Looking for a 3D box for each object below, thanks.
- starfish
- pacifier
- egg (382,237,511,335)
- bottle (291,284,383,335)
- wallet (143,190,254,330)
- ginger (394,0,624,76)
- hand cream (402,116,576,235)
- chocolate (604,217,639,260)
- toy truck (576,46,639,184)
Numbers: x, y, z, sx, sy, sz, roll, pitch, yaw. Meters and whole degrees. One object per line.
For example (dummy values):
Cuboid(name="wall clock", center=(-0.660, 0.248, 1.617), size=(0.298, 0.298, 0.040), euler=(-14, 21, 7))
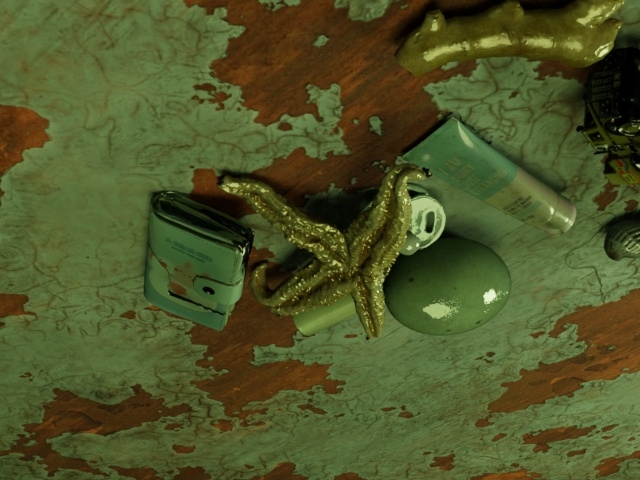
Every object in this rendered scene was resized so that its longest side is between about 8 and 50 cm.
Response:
Cuboid(name="starfish", center=(0.000, 0.000, 1.447), size=(0.324, 0.082, 0.432), euler=(18, 145, 14))
Cuboid(name="pacifier", center=(0.136, -0.024, 1.462), size=(0.150, 0.117, 0.127), euler=(4, 118, -9))
Cuboid(name="egg", center=(0.220, 0.079, 1.566), size=(0.236, 0.169, 0.169), euler=(-5, 148, -27))
Cuboid(name="bottle", center=(0.044, 0.107, 1.665), size=(0.201, 0.072, 0.072), euler=(-27, 140, 26))
Cuboid(name="wallet", center=(-0.206, 0.038, 1.494), size=(0.176, 0.075, 0.250), euler=(23, 142, 4))
Cuboid(name="ginger", center=(0.245, -0.262, 1.179), size=(0.298, 0.065, 0.118), euler=(-8, 132, 0))
Cuboid(name="hand cream", center=(0.281, -0.094, 1.427), size=(0.312, 0.070, 0.111), euler=(23, 138, -30))
Cuboid(name="chocolate", center=(0.578, -0.015, 1.583), size=(0.167, 0.072, 0.072), euler=(-22, 142, 20))
Cuboid(name="toy truck", center=(0.446, -0.165, 1.303), size=(0.127, 0.127, 0.257), euler=(-2, 157, 33))
